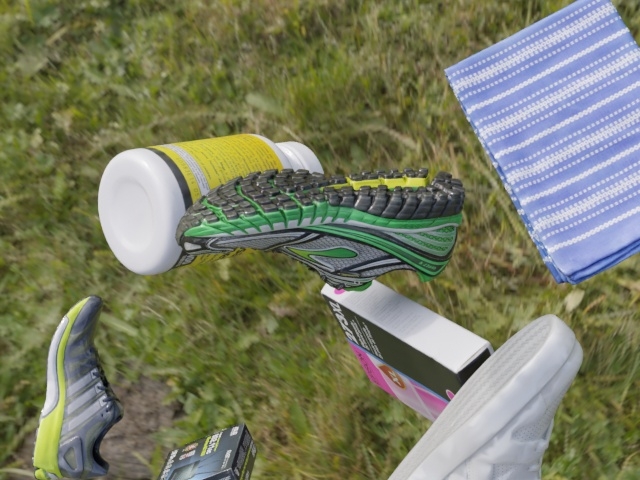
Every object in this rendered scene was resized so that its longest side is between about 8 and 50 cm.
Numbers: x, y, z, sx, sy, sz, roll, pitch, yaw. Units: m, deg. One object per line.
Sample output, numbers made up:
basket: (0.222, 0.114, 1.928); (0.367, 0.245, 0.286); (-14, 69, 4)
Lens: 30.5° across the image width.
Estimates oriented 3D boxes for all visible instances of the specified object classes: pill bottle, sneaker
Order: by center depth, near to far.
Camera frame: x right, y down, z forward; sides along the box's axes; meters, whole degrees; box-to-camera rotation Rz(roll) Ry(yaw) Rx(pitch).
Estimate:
sneaker: (0.169, 0.206, 0.992); (0.169, 0.108, 0.293); (35, 120, 1)
sneaker: (0.000, 0.000, 1.393); (0.343, 0.134, 0.146); (0, 112, -4)
pill bottle: (-0.157, -0.065, 1.814); (0.187, 0.333, 0.188); (14, 110, 44)
sneaker: (-0.365, 0.235, 1.849); (0.121, 0.111, 0.300); (8, 91, 3)

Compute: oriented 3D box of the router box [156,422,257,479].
router box: (-0.118, 0.240, 1.208); (0.092, 0.122, 0.038); (-21, 102, 8)

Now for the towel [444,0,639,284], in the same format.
towel: (0.336, -0.135, 1.503); (0.243, 0.040, 0.336); (-27, 75, 2)

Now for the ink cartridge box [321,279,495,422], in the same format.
ink cartridge box: (0.109, 0.141, 1.508); (0.069, 0.176, 0.371); (-38, 34, -14)
